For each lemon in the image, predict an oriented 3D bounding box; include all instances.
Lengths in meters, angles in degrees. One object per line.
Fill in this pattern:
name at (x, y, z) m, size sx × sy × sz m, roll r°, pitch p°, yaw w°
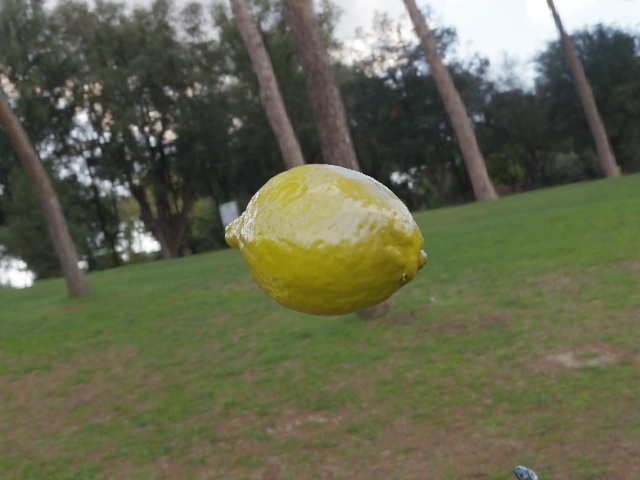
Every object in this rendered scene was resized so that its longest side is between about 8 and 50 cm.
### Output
lemon at (0.000, 0.000, 0.365) m, size 0.092 × 0.065 × 0.065 m, roll 8°, pitch 7°, yaw 21°

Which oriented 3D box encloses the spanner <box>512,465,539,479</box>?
spanner at (0.251, 0.384, 0.891) m, size 0.071 × 0.302 × 0.017 m, roll -38°, pitch -36°, yaw 28°
